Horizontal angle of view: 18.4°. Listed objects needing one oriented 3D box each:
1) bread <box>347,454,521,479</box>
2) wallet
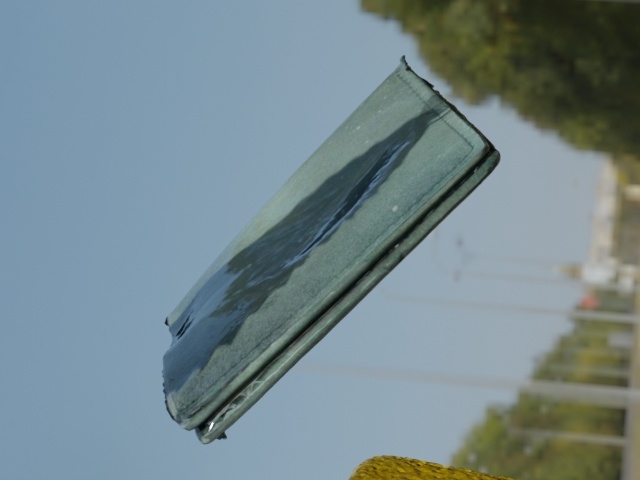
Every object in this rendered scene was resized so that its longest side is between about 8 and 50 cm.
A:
[{"bbox_3d":[0.152,0.323,1.801,0.323,0.333,0.143,-34,-46,-71],"label":"bread"},{"bbox_3d":[-0.001,-0.001,1.268,0.251,0.054,0.290,-47,10,4],"label":"wallet"}]
